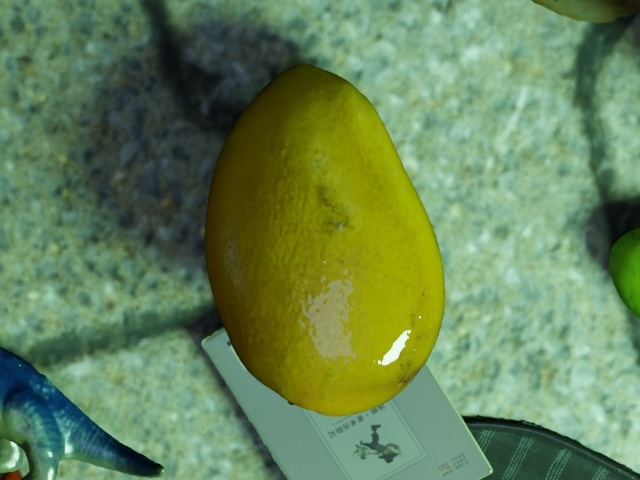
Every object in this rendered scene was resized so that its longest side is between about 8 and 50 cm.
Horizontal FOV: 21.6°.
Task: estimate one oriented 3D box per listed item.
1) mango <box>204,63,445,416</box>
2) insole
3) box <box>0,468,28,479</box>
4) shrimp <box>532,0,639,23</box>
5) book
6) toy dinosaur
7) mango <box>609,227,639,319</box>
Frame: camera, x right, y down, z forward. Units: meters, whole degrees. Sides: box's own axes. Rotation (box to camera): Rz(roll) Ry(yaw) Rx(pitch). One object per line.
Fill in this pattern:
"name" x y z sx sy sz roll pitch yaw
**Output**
"mango" 0.000 0.000 1.039 0.145 0.112 0.219 -10 89 8
"insole" 0.180 0.195 1.157 0.309 0.012 0.110 22 108 -5
"box" -0.179 0.257 1.121 0.182 0.133 0.099 38 108 -5
"shrimp" 0.200 -0.208 0.990 0.253 0.058 0.173 1 118 5
"book" 0.018 0.112 1.123 0.127 0.014 0.181 -30 100 10
"toy dinosaur" -0.215 0.073 1.101 0.248 0.075 0.188 7 103 6
"mango" 0.236 0.028 1.072 0.108 0.056 0.073 27 105 5
